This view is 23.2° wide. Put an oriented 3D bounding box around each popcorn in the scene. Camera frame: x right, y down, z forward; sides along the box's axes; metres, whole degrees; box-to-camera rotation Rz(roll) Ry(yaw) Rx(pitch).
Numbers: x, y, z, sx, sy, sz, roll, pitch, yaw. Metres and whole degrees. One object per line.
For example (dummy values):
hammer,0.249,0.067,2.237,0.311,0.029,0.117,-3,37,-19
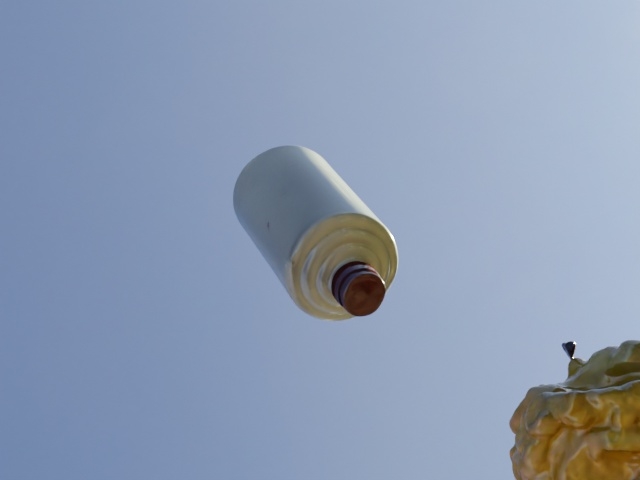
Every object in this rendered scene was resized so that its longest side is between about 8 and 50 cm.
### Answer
popcorn,0.219,0.143,1.102,0.180,0.180,0.170,19,-123,-46

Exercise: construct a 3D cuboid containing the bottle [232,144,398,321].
bottle,0.000,0.000,1.390,0.104,0.245,0.104,-7,-65,-16
